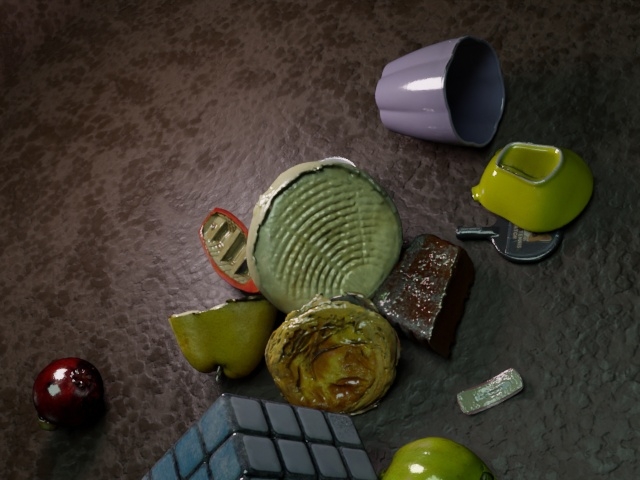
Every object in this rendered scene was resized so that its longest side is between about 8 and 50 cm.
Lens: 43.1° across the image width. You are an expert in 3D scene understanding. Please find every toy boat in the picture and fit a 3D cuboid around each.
[{"bbox_3d":[-0.202,0.038,2.011,0.136,0.079,0.392,-54,39,8],"label":"toy boat"}]

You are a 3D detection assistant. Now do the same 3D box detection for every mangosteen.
[{"bbox_3d":[-0.632,0.387,2.008,0.200,0.200,0.200,-13,55,19],"label":"mangosteen"}]

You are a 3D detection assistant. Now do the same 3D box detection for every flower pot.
[{"bbox_3d":[0.278,-0.357,1.965,0.243,0.265,0.265,8,64,42],"label":"flower pot"}]

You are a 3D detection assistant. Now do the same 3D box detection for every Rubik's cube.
[{"bbox_3d":[-0.098,0.522,1.468,0.344,0.344,0.337,-51,44,25],"label":"Rubik's cube"}]

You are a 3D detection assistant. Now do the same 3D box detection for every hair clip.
[{"bbox_3d":[0.345,0.306,1.644,0.137,0.022,0.054,-28,53,8],"label":"hair clip"}]

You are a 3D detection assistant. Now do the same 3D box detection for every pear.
[{"bbox_3d":[0.210,0.461,1.519,0.219,0.187,0.187,6,63,36],"label":"pear"},{"bbox_3d":[-0.212,0.234,1.885,0.267,0.267,0.178,-13,83,19],"label":"pear"}]

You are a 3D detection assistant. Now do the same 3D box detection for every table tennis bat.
[{"bbox_3d":[0.420,-0.016,1.811,0.236,0.027,0.150,1,60,25],"label":"table tennis bat"}]

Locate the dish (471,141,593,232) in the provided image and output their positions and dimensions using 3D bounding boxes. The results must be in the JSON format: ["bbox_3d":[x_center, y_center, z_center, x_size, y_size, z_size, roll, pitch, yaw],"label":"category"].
[{"bbox_3d":[0.466,-0.148,1.801,0.262,0.108,0.221,24,66,37],"label":"dish"}]

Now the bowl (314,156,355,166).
[{"bbox_3d":[0.025,-0.108,2.029,0.189,0.086,0.189,-13,54,18],"label":"bowl"}]

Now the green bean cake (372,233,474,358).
[{"bbox_3d":[0.243,0.113,1.770,0.198,0.097,0.233,24,73,37],"label":"green bean cake"}]

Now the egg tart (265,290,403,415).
[{"bbox_3d":[0.031,0.238,1.743,0.297,0.297,0.132,-22,11,13],"label":"egg tart"}]

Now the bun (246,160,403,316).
[{"bbox_3d":[-0.001,-0.004,1.845,0.364,0.364,0.202,-46,18,-6],"label":"bun"}]
